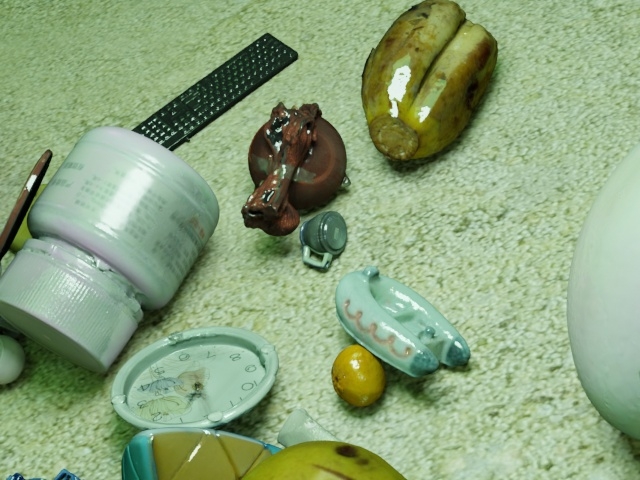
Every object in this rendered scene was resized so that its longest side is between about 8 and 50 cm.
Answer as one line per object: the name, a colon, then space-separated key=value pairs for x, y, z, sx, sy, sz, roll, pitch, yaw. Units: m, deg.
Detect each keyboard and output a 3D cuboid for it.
keyboard: x=-0.178 y=-0.248 z=2.171 sx=0.309 sy=0.018 sz=0.101 roll=-38 pitch=51 yaw=-16

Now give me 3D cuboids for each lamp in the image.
lamp: x=-0.051 y=-0.110 z=1.926 sx=0.151 sy=0.223 sz=0.215 roll=11 pitch=88 yaw=30

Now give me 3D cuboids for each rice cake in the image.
rice cake: x=0.048 y=0.303 z=1.636 sx=0.256 sy=0.052 sz=0.057 roll=32 pitch=68 yaw=34

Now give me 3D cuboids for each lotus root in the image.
lotus root: x=0.159 y=-0.251 z=1.980 sx=0.193 sy=0.193 sz=0.291 roll=15 pitch=57 yaw=26

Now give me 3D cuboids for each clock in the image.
clock: x=-0.169 y=0.201 z=1.754 sx=0.236 sy=0.053 sz=0.236 roll=-7 pitch=31 yaw=4

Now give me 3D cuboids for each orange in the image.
orange: x=0.050 y=0.182 z=1.715 sx=0.070 sy=0.083 sz=0.083 roll=-17 pitch=48 yaw=-16

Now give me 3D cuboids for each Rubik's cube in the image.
Rubik's cube: x=-0.195 y=0.300 z=1.602 sx=0.254 sy=0.254 sz=0.254 roll=-8 pitch=50 yaw=9

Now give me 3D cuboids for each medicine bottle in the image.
medicine bottle: x=-0.313 y=0.015 z=1.847 sx=0.241 sy=0.241 sz=0.302 roll=21 pitch=68 yaw=28

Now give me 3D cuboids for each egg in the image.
egg: x=0.456 y=0.088 z=1.532 sx=0.354 sy=0.354 sz=0.340 roll=31 pitch=89 yaw=33

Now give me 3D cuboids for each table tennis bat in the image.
table tennis bat: x=-0.449 y=0.007 z=1.818 sx=0.022 sy=0.173 sz=0.301 roll=26 pitch=94 yaw=-9

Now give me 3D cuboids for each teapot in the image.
teapot: x=0.000 y=0.000 z=1.899 sx=0.057 sy=0.066 sz=0.088 roll=-1 pitch=72 yaw=39

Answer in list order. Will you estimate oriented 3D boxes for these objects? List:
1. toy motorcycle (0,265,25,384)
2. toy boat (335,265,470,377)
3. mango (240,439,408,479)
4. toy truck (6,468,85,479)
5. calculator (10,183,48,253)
toy motorcycle: x=-0.509 y=0.118 z=1.922 sx=0.112 sy=0.112 sz=0.254 roll=-24 pitch=51 yaw=-4
toy boat: x=0.108 y=0.103 z=1.733 sx=0.134 sy=0.079 sz=0.207 roll=-12 pitch=39 yaw=-45
mango: x=-0.001 y=0.440 z=1.422 sx=0.301 sy=0.220 sz=0.445 roll=10 pitch=55 yaw=0
toy truck: x=-0.322 y=0.371 z=1.644 sx=0.208 sy=0.113 sz=0.126 roll=22 pitch=59 yaw=28
calculator: x=-0.389 y=-0.020 z=2.033 sx=0.236 sy=0.033 sz=0.157 roll=15 pitch=56 yaw=22
